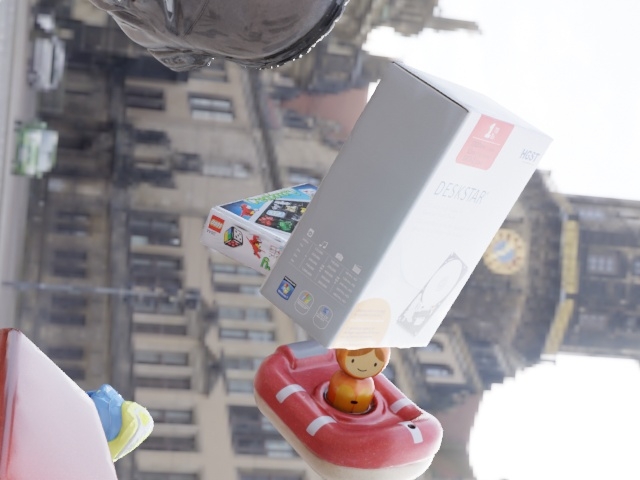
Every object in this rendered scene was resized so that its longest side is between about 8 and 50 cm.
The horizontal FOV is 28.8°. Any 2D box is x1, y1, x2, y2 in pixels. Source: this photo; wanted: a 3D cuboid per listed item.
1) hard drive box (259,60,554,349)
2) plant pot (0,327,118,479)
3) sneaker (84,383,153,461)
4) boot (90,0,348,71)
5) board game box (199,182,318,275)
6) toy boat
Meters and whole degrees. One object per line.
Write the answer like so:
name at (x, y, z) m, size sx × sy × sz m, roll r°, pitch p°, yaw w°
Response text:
hard drive box at (0.078, -0.024, 1.089) m, size 0.089 × 0.181 × 0.232 m, roll 38°, pitch -73°, yaw 29°
plant pot at (-0.376, 0.255, 1.371) m, size 0.267 × 0.267 × 0.235 m, roll 56°, pitch 23°, yaw -44°
sneaker at (-0.362, 0.300, 1.885) m, size 0.240 × 0.126 × 0.091 m, roll -40°, pitch 180°, yaw 21°
boot at (-0.144, -0.272, 1.282) m, size 0.338 × 0.223 × 0.118 m, roll -8°, pitch -120°, yaw 44°
board game box at (0.000, 0.000, 1.585) m, size 0.305 × 0.193 × 0.053 m, roll -20°, pitch 134°, yaw -67°
toy boat at (0.037, 0.160, 1.358) m, size 0.231 × 0.151 × 0.151 m, roll 40°, pitch -53°, yaw 42°
